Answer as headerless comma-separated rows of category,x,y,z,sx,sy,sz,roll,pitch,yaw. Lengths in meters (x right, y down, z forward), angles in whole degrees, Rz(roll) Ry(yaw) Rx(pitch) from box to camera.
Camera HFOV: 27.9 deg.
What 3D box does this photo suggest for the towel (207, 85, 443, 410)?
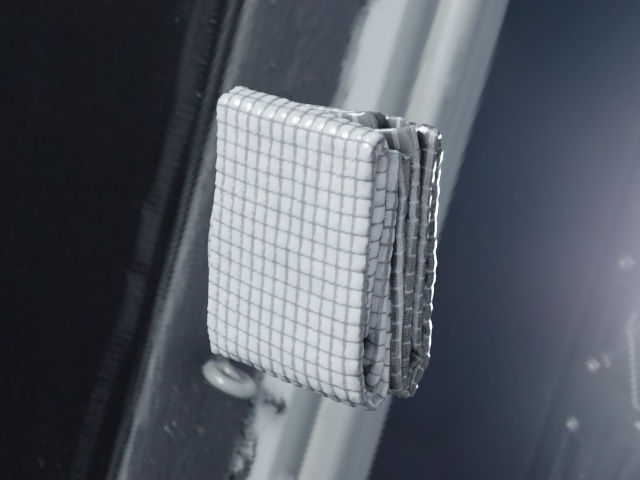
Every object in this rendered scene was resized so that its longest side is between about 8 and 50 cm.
towel,0.000,0.000,1.262,0.121,0.235,0.283,-12,-69,-43
